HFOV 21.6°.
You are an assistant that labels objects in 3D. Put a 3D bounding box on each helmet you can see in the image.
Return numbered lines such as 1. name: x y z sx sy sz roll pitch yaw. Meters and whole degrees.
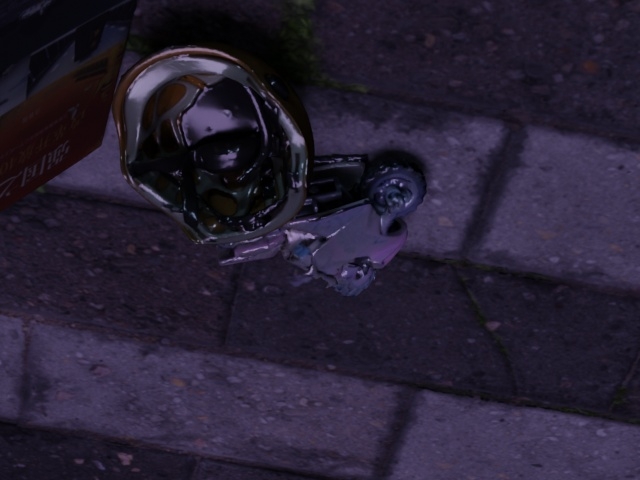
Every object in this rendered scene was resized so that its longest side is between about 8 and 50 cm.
1. helmet: -0.100 -0.112 1.720 0.198 0.130 0.224 -29 104 22

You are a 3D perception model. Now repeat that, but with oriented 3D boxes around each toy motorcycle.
1. toy motorcycle: 0.001 0.005 1.863 0.239 0.108 0.204 0 139 8

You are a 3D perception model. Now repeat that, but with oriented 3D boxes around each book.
1. book: -0.280 -0.160 1.621 0.028 0.262 0.374 39 141 15
